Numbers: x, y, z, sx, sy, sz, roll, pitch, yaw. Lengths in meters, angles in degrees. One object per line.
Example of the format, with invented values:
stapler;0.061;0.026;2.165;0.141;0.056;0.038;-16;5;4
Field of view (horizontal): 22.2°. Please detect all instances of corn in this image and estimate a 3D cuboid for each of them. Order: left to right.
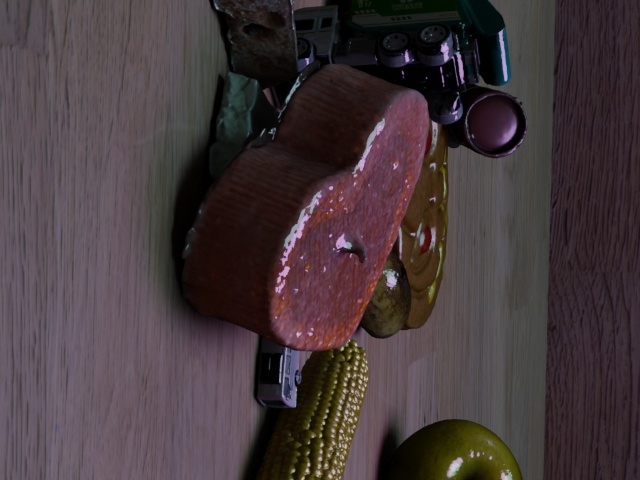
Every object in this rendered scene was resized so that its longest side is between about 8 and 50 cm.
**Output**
corn;-0.008;0.216;1.784;0.091;0.091;0.260;53;39;-29

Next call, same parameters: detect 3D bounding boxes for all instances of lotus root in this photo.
lotus root;0.076;0.065;2.092;0.179;0.080;0.089;65;32;-56

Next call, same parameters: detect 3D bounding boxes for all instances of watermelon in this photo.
watermelon;-0.060;-0.261;1.602;0.154;0.094;0.241;-82;167;-57

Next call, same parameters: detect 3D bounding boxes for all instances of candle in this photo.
candle;0.000;0.000;1.613;0.317;0.131;0.287;-48;151;-40

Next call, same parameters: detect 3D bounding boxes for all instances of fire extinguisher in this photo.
fire extinguisher;0.226;-0.201;2.463;0.341;0.105;0.141;-124;-149;-79

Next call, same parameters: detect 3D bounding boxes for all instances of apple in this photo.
apple;0.187;0.349;2.320;0.157;0.196;0.196;143;-44;-68

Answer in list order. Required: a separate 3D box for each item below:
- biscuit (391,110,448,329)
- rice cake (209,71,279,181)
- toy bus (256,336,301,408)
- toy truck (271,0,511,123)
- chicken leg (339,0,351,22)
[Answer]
biscuit;0.128;-0.066;2.278;0.350;0.070;0.394;-50;140;-65
rice cake;-0.056;-0.074;1.676;0.237;0.043;0.127;57;39;-62
toy bus;-0.043;0.114;1.760;0.052;0.037;0.130;36;57;-69
toy truck;0.076;-0.199;1.751;0.114;0.253;0.124;75;18;-46
chicken leg;0.058;-0.170;1.991;0.158;0.096;0.407;26;69;-68
